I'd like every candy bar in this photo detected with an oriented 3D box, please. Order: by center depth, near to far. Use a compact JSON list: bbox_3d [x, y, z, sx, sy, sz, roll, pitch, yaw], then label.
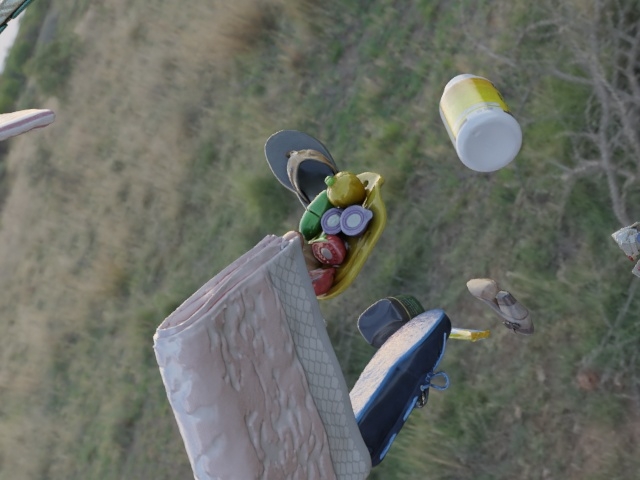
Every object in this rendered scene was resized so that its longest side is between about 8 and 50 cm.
[{"bbox_3d":[0.239,0.162,1.583,0.161,0.040,0.018,176,89,-66],"label":"candy bar"}]

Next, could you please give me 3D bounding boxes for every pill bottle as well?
[{"bbox_3d":[0.284,-0.222,1.635,0.117,0.117,0.215,-59,21,27],"label":"pill bottle"}]

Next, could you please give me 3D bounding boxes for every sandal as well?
[{"bbox_3d":[-0.013,-0.087,1.318,0.090,0.060,0.219,-28,61,0],"label":"sandal"}]

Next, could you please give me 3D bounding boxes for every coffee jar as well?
[{"bbox_3d":[0.136,0.152,1.721,0.096,0.079,0.184,-39,-12,13],"label":"coffee jar"}]

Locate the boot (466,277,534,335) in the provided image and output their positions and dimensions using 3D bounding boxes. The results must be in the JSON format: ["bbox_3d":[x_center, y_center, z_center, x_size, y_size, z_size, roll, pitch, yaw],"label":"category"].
[{"bbox_3d":[0.287,0.109,1.431,0.042,0.087,0.118,-40,25,-11],"label":"boot"}]

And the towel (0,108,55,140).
[{"bbox_3d":[-0.383,-0.096,0.931,0.197,0.029,0.144,-1,24,37],"label":"towel"}]

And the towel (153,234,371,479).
[{"bbox_3d":[-0.043,0.185,0.930,0.053,0.332,0.317,-12,14,22],"label":"towel"}]

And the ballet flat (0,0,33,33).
[{"bbox_3d":[-0.470,-0.333,1.315,0.168,0.052,0.057,-48,16,-4],"label":"ballet flat"}]

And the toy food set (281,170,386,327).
[{"bbox_3d":[0.000,0.000,1.134,0.218,0.071,0.128,-61,33,4],"label":"toy food set"}]

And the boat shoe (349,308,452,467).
[{"bbox_3d":[0.109,0.207,1.274,0.258,0.089,0.109,-46,15,-26],"label":"boat shoe"}]

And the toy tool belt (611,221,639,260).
[{"bbox_3d":[0.548,0.001,1.574,0.051,0.083,0.052,-40,46,11],"label":"toy tool belt"}]

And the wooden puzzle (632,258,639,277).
[{"bbox_3d":[0.731,0.057,1.977,0.116,0.014,0.079,27,96,28],"label":"wooden puzzle"}]
